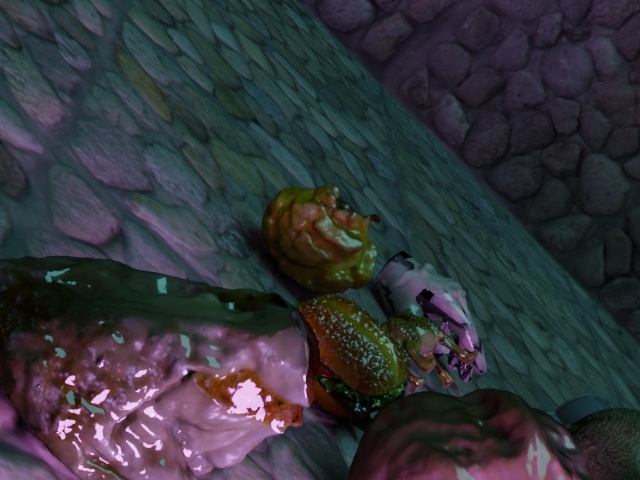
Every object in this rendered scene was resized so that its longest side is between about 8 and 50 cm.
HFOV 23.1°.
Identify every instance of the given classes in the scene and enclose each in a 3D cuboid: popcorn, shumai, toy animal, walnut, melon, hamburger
[{"bbox_3d":[0.000,0.000,2.044,0.167,0.152,0.148,50,-7,-2],"label":"popcorn"},{"bbox_3d":[-0.138,0.075,1.289,0.272,0.204,0.222,39,15,-16],"label":"shumai"},{"bbox_3d":[0.120,0.144,2.168,0.136,0.073,0.181,45,24,23],"label":"toy animal"},{"bbox_3d":[0.158,0.267,1.585,0.273,0.273,0.227,-95,176,-68],"label":"walnut"},{"bbox_3d":[0.409,0.373,2.010,0.329,0.248,0.248,56,15,5],"label":"melon"},{"bbox_3d":[0.030,0.124,1.806,0.166,0.087,0.137,44,30,19],"label":"hamburger"}]

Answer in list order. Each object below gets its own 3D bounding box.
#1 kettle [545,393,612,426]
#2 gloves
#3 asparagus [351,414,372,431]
[{"bbox_3d":[0.428,0.353,2.397,0.210,0.160,0.243,0,34,-33],"label":"kettle"},{"bbox_3d":[0.177,0.111,2.319,0.212,0.111,0.127,39,0,19],"label":"gloves"},{"bbox_3d":[0.020,0.153,1.882,0.027,0.034,0.236,59,5,-43],"label":"asparagus"}]
